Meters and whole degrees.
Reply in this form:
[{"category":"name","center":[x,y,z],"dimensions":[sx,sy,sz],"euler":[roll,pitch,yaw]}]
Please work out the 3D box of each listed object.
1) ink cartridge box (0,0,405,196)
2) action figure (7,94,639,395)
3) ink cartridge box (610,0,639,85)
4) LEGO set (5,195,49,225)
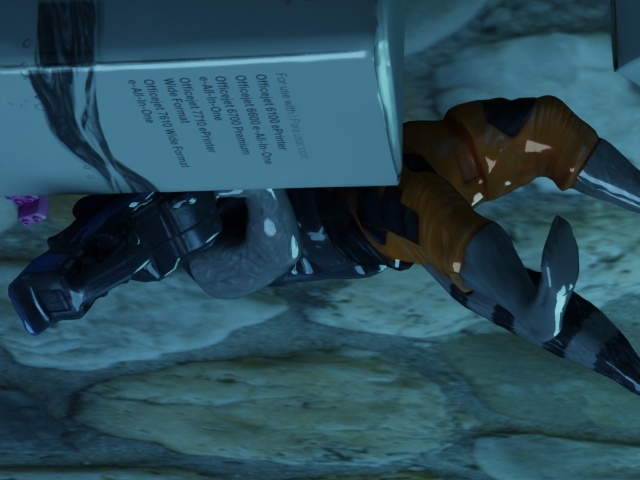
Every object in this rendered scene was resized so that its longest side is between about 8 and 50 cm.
[{"category":"ink cartridge box","center":[-0.115,-0.143,0.778],"dimensions":[0.307,0.223,0.129],"euler":[-1,154,8]},{"category":"action figure","center":[0.000,0.000,0.878],"dimensions":[0.330,0.341,0.178],"euler":[9,126,33]},{"category":"ink cartridge box","center":[0.288,-0.121,0.945],"dimensions":[0.212,0.093,0.154],"euler":[24,147,-34]},{"category":"LEGO set","center":[-0.218,-0.075,1.074],"dimensions":[0.087,0.093,0.227],"euler":[-15,149,30]}]
